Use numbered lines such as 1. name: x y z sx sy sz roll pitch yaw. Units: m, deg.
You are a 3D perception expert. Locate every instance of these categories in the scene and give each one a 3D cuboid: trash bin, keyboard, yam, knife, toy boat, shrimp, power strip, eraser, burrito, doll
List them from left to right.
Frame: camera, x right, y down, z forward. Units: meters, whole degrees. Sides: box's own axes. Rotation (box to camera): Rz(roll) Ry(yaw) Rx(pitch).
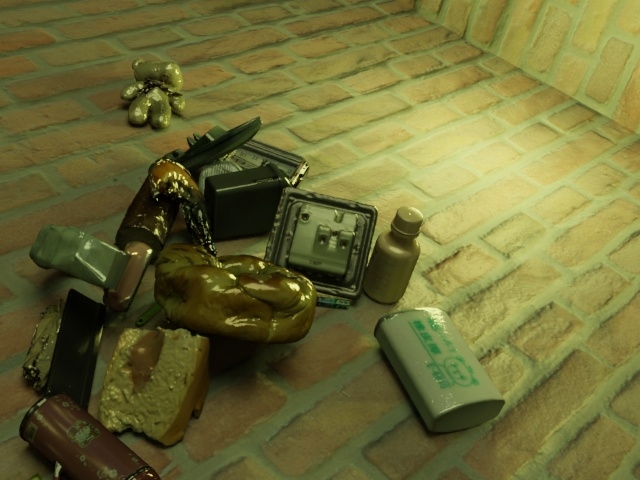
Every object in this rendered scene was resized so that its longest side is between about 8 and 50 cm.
1. burrito: -0.564 0.214 1.632 0.063 0.058 0.229 11 39 -14
2. keyboard: -0.498 0.225 1.639 0.101 0.018 0.309 34 29 -29
3. yam: -0.419 -0.065 1.983 0.131 0.131 0.279 13 35 -4
4. doll: -0.502 -0.455 2.450 0.175 0.149 0.278 33 41 -34
5. knife: -0.360 0.140 1.822 0.022 0.026 0.184 25 41 17
6. shrimp: -0.336 -0.072 1.932 0.290 0.054 0.222 68 17 9
7. toy boat: -0.294 -0.264 2.166 0.320 0.092 0.141 -23 13 20
8. trash bin: -0.181 -0.101 2.070 0.236 0.176 0.101 -11 41 -26
9. power strip: 0.000 0.001 1.971 0.257 0.092 0.251 12 81 1
10. eraser: 0.262 0.285 1.798 0.189 0.104 0.290 -2 41 -28

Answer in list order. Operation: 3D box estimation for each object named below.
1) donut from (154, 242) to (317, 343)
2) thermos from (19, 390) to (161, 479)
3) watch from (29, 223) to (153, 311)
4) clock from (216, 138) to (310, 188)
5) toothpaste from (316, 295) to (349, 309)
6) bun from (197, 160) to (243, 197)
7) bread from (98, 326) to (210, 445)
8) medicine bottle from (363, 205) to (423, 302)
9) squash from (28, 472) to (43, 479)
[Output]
1. donut: -0.187 0.112 1.712 0.361 0.169 0.360 12 4 -1
2. thermos: -0.387 0.405 1.396 0.330 0.109 0.136 33 15 21
3. watch: -0.502 0.041 1.733 0.241 0.253 0.161 25 79 -9
4. clock: -0.171 -0.198 2.271 0.253 0.083 0.186 21 37 6
5. toothpaste: 0.029 0.152 1.951 0.083 0.017 0.020 7 37 -10
6. bun: -0.263 -0.145 2.158 0.141 0.083 0.140 1 75 -2
7. bread: -0.319 0.281 1.617 0.184 0.223 0.211 13 -5 6
8. medicine bottle: 0.186 0.032 1.965 0.114 0.252 0.114 10 38 -8
9. squash: -0.450 0.473 1.323 0.200 0.075 0.090 33 48 21
